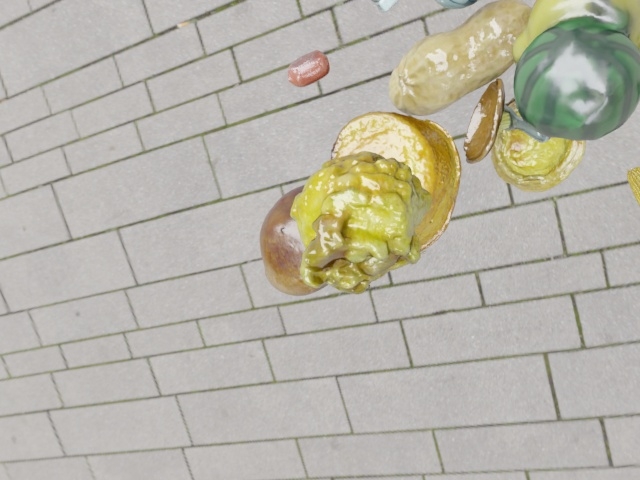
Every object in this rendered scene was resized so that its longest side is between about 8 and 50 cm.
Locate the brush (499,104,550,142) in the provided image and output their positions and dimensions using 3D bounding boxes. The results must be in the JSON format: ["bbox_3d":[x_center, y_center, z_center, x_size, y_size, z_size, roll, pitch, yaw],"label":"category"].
[{"bbox_3d":[0.464,-0.297,1.366,0.060,0.297,0.068,-15,116,-8],"label":"brush"}]

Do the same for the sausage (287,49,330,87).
[{"bbox_3d":[-0.026,-0.357,1.134,0.094,0.054,0.059,-22,61,15],"label":"sausage"}]

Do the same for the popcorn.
[{"bbox_3d":[0.055,-0.021,0.720,0.197,0.156,0.198,-9,135,-10],"label":"popcorn"}]

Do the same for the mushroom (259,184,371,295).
[{"bbox_3d":[0.002,-0.004,1.129,0.283,0.195,0.263,23,67,26],"label":"mushroom"}]

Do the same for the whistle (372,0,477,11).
[{"bbox_3d":[0.270,-0.559,1.181,0.289,0.163,0.163,-37,91,16],"label":"whistle"}]

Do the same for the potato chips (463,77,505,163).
[{"bbox_3d":[0.399,-0.278,1.302,0.049,0.150,0.202,17,93,-5],"label":"potato chips"}]

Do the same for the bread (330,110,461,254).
[{"bbox_3d":[0.156,-0.136,1.341,0.336,0.204,0.359,14,97,37],"label":"bread"}]

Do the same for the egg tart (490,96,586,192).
[{"bbox_3d":[0.593,-0.271,1.492,0.278,0.095,0.279,5,97,42],"label":"egg tart"}]

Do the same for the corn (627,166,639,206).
[{"bbox_3d":[0.604,-0.097,1.024,0.037,0.037,0.092,-21,62,22],"label":"corn"}]

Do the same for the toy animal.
[{"bbox_3d":[0.416,-0.312,0.876,0.216,0.338,0.191,7,144,25],"label":"toy animal"}]

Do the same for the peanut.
[{"bbox_3d":[0.334,-0.443,1.325,0.387,0.192,0.170,-28,61,30],"label":"peanut"}]
